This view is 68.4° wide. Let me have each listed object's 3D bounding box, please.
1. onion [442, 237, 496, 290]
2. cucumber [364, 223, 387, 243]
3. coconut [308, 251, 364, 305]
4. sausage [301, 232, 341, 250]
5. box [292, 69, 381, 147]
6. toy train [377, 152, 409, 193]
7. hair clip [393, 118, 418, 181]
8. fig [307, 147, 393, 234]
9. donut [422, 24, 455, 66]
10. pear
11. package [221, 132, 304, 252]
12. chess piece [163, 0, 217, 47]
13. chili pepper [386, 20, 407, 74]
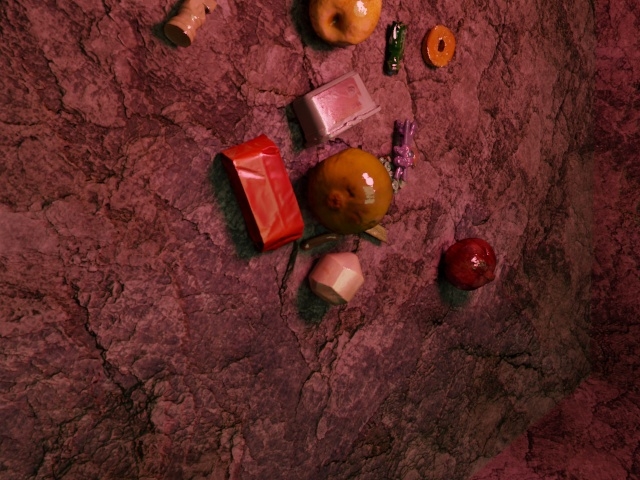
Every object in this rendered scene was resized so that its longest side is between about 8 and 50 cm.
[{"bbox_3d":[0.734,0.120,2.310,0.276,0.276,0.276,-8,103,-34],"label":"onion"},{"bbox_3d":[0.214,-0.054,2.038,0.220,0.046,0.070,23,83,-37],"label":"cucumber"},{"bbox_3d":[0.070,0.141,1.879,0.202,0.202,0.222,43,76,-33],"label":"coconut"},{"bbox_3d":[0.000,0.001,1.895,0.177,0.047,0.040,-19,125,-31],"label":"sausage"},{"bbox_3d":[0.049,-0.499,1.769,0.312,0.175,0.182,-36,108,-25],"label":"box"},{"bbox_3d":[0.306,-0.295,2.044,0.118,0.074,0.176,-42,116,-33],"label":"toy train"},{"bbox_3d":[0.354,-0.395,1.995,0.137,0.090,0.278,9,77,-39],"label":"hair clip"},{"bbox_3d":[0.124,-0.195,1.790,0.343,0.343,0.343,-8,103,-34],"label":"fig"},{"bbox_3d":[0.515,-0.853,2.085,0.162,0.065,0.178,35,80,-30],"label":"donut"},{"bbox_3d":[0.091,-0.829,1.681,0.271,0.271,0.271,-8,103,-34],"label":"pear"},{"bbox_3d":[-0.196,-0.153,1.682,0.196,0.123,0.423,-27,112,-26],"label":"package"},{"bbox_3d":[-0.398,-0.705,1.465,0.090,0.090,0.200,38,66,-34],"label":"chess piece"},{"bbox_3d":[0.313,-0.802,1.952,0.098,0.061,0.224,1,95,-49],"label":"chili pepper"}]
